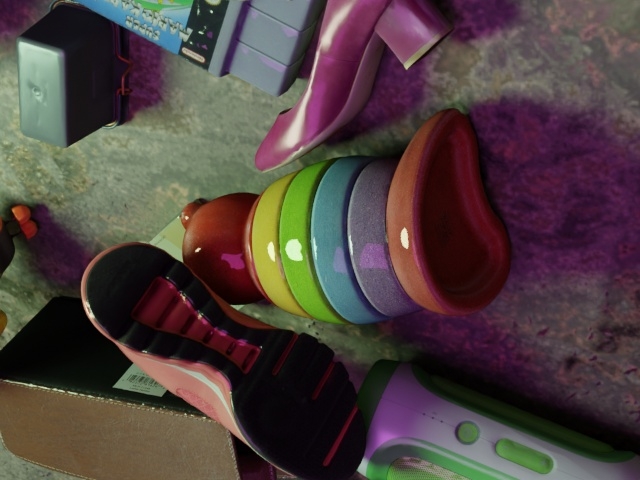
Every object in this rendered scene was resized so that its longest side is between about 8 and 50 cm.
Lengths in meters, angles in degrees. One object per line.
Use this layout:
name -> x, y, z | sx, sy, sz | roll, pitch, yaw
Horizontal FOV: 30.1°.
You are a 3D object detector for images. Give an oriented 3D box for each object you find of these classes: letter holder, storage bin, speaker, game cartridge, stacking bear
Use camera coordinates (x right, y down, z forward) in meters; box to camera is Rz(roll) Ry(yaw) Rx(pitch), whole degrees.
letter holder -> -0.187, 0.208, 1.314 | 0.302, 0.152, 0.214 | 7, 124, 22
storage bin -> -0.239, -0.155, 1.150 | 0.098, 0.091, 0.135 | 18, 126, 15
speaker -> 0.174, 0.220, 1.161 | 0.297, 0.131, 0.131 | 21, 126, 13
game cartridge -> -0.151, -0.294, 1.045 | 0.355, 0.068, 0.230 | 28, 123, 7
stacking bear -> 0.000, 0.000, 1.097 | 0.289, 0.164, 0.175 | -6, 116, 34

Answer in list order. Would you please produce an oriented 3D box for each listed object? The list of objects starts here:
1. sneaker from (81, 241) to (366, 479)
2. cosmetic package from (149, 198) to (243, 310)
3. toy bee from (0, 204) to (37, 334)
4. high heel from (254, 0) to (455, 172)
sneaker -> -0.088, 0.113, 1.128 | 0.314, 0.116, 0.136 | 39, 165, -8
cosmetic package -> -0.113, 0.020, 1.229 | 0.115, 0.041, 0.060 | 46, 128, -6
toy bee -> -0.385, 0.020, 1.276 | 0.162, 0.195, 0.298 | -16, 74, -4
high heel -> -0.001, -0.159, 1.044 | 0.117, 0.082, 0.244 | 51, 131, -1
